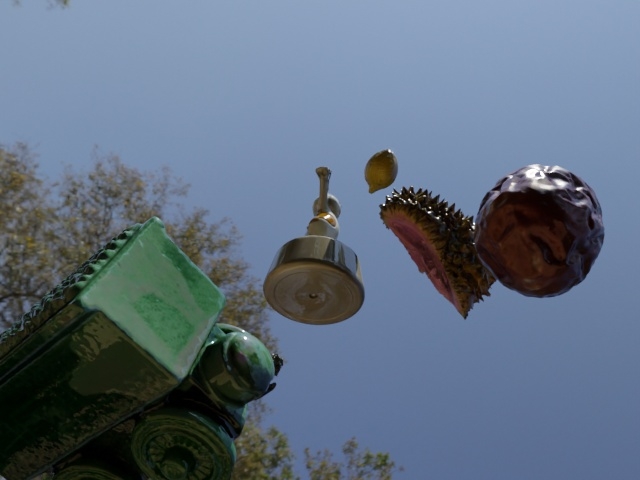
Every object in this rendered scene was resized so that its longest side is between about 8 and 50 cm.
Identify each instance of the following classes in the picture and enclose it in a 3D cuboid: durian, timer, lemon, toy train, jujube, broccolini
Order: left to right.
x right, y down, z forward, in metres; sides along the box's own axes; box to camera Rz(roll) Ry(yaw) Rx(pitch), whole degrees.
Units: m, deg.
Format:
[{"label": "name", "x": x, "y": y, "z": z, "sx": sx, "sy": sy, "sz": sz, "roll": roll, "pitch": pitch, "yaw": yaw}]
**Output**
[{"label": "toy train", "x": -0.169, "y": 0.128, "z": 0.539, "sx": 0.266, "sy": 0.145, "sz": 0.202, "roll": -35, "pitch": -74, "yaw": 26}, {"label": "broccolini", "x": -0.191, "y": 0.301, "z": 1.460, "sx": 0.218, "sy": 0.042, "sz": 0.044, "roll": -10, "pitch": -143, "yaw": -4}, {"label": "timer", "x": 0.000, "y": 0.000, "z": 1.177, "sx": 0.175, "sy": 0.175, "sz": 0.265, "roll": -24, "pitch": -141, "yaw": 30}, {"label": "lemon", "x": 0.116, "y": -0.132, "z": 1.234, "sx": 0.065, "sy": 0.065, "sz": 0.092, "roll": 25, "pitch": -85, "yaw": 32}, {"label": "durian", "x": 0.289, "y": -0.009, "z": 1.443, "sx": 0.191, "sy": 0.112, "sz": 0.341, "roll": -33, "pitch": -107, "yaw": -11}, {"label": "jujube", "x": 0.304, "y": -0.017, "z": 0.892, "sx": 0.174, "sy": 0.250, "sz": 0.174, "roll": 6, "pitch": -69, "yaw": 17}]
